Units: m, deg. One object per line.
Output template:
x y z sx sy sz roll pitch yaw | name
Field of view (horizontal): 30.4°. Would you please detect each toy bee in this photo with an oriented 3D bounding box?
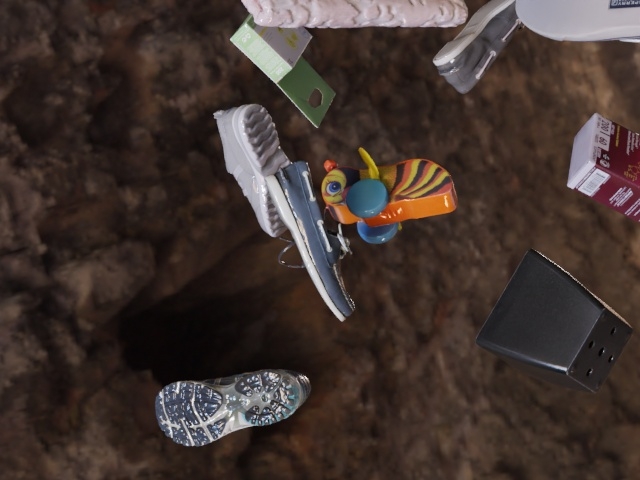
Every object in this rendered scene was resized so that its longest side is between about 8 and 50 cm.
0.067 -0.084 1.949 0.195 0.298 0.162 98 162 -50 | toy bee

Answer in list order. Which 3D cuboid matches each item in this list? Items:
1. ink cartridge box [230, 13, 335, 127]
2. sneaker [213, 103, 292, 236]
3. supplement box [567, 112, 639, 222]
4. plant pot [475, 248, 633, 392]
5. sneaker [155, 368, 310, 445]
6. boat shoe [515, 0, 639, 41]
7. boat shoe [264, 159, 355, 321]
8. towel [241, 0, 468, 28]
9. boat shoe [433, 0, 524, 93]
-0.052 -0.346 2.250 0.235 0.056 0.171 43 -148 -12 | ink cartridge box
-0.121 -0.139 2.252 0.105 0.115 0.281 -37 -56 -36 | sneaker
0.539 -0.101 1.969 0.239 0.073 0.130 26 -132 -8 | supplement box
0.408 0.154 1.985 0.187 0.167 0.188 32 -91 -46 | plant pot
-0.143 0.275 1.967 0.122 0.283 0.110 -5 -95 -64 | sneaker
0.501 -0.370 1.944 0.158 0.340 0.127 15 -92 -51 | boat shoe
0.000 0.000 1.803 0.255 0.079 0.095 63 176 -3 | boat shoe
-0.007 -0.388 1.539 0.331 0.053 0.317 -9 -126 -36 | towel
0.364 -0.436 2.505 0.335 0.112 0.095 -45 -70 -27 | boat shoe
